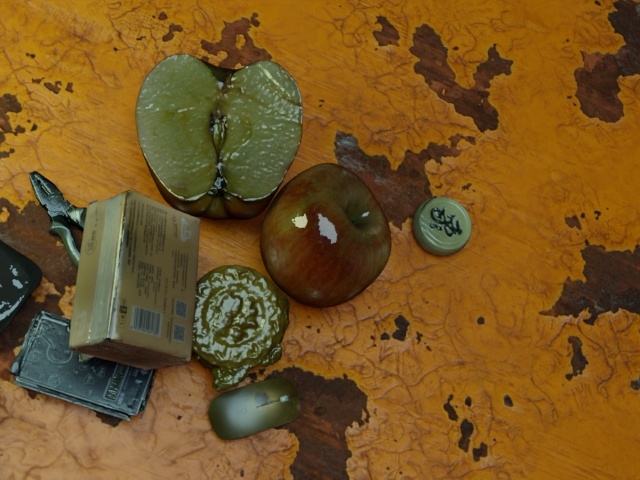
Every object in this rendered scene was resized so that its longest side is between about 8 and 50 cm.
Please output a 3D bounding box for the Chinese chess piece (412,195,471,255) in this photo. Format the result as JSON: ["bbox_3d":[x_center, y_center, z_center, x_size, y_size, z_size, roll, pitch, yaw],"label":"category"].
[{"bbox_3d":[0.289,-0.034,2.204,0.144,0.058,0.144,5,69,-14],"label":"Chinese chess piece"}]

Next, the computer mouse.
[{"bbox_3d":[-0.136,0.352,1.944,0.199,0.045,0.102,-13,78,-20],"label":"computer mouse"}]

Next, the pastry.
[{"bbox_3d":[-0.179,0.171,1.960,0.240,0.132,0.235,-30,89,-17],"label":"pastry"}]

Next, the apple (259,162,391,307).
[{"bbox_3d":[0.000,0.000,2.009,0.302,0.301,0.301,6,70,-15],"label":"apple"}]

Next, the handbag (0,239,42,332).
[{"bbox_3d":[-0.738,0.048,1.849,0.332,0.075,0.191,33,65,-2],"label":"handbag"}]

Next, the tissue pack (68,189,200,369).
[{"bbox_3d":[-0.388,0.089,1.846,0.239,0.238,0.305,7,69,-15],"label":"tissue pack"}]

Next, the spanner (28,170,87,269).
[{"bbox_3d":[-0.514,-0.017,1.961,0.096,0.040,0.325,-37,86,-24],"label":"spanner"}]

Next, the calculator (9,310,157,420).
[{"bbox_3d":[-0.470,0.253,1.870,0.274,0.028,0.165,19,59,-8],"label":"calculator"}]

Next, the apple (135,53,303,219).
[{"bbox_3d":[-0.217,-0.225,1.992,0.295,0.329,0.364,19,63,-48],"label":"apple"}]
